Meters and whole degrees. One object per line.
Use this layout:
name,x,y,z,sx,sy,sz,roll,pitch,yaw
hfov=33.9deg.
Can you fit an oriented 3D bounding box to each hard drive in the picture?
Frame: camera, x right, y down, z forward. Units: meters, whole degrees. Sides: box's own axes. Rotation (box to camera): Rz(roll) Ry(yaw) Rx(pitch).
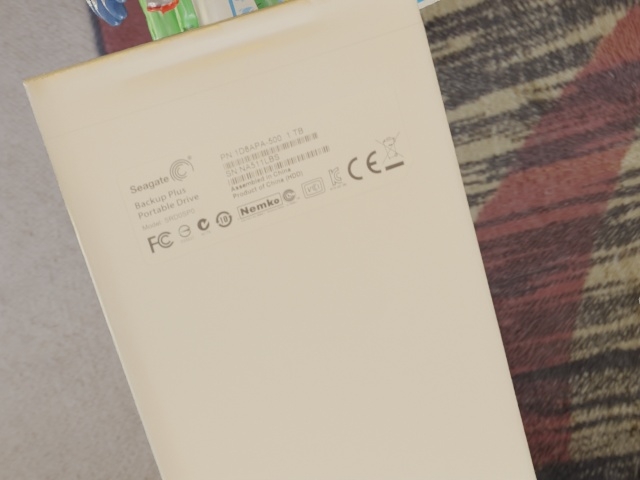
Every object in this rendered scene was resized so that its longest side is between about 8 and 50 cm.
hard drive,-0.010,0.034,0.590,0.210,0.040,0.319,-19,105,-12

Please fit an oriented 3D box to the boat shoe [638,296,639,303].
boat shoe,0.434,0.097,1.043,0.103,0.320,0.118,-40,117,4

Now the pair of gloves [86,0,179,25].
pair of gloves,-0.201,-0.273,0.956,0.198,0.023,0.159,7,125,54

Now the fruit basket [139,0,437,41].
fruit basket,-0.032,-0.340,1.103,0.353,0.165,0.327,-25,120,-16
